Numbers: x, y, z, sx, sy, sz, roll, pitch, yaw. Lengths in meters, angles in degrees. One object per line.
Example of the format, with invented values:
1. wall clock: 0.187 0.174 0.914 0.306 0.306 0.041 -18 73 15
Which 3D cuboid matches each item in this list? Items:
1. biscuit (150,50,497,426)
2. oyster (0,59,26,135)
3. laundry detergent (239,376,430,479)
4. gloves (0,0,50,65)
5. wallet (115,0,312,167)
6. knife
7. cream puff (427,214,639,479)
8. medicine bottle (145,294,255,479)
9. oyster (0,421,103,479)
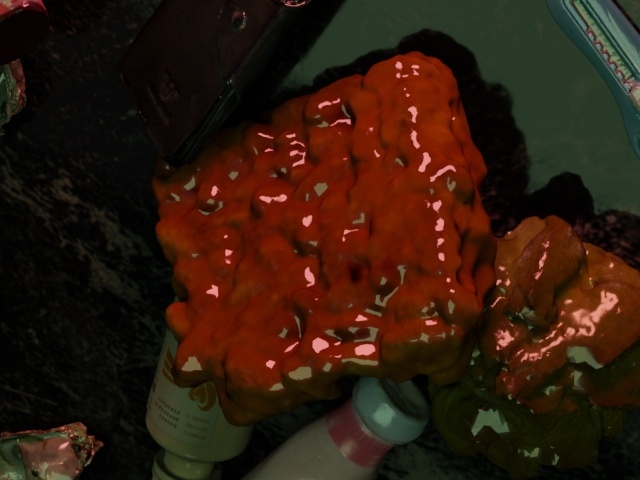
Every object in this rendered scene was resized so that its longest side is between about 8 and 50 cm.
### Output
1. biscuit: 0.000 0.000 1.116 0.312 0.110 0.318 -19 62 21
2. oyster: -0.329 -0.156 1.275 0.100 0.037 0.098 -31 80 42
3. laundry detergent: -0.024 0.253 1.265 0.335 0.159 0.088 -45 69 25
4. gloves: -0.352 -0.283 1.192 0.145 0.126 0.241 -39 67 28
5. wallet: -0.074 -0.222 1.124 0.045 0.172 0.318 18 124 -40
6. knife: 0.273 -0.143 1.117 0.064 0.031 0.222 -33 97 26
7. cream puff: 0.197 0.100 1.153 0.244 0.196 0.244 0 84 -1
8. medicine bottle: -0.118 0.167 1.281 0.114 0.114 0.252 19 113 8
9. oyster: -0.318 0.259 1.398 0.166 0.053 0.108 -13 79 26
